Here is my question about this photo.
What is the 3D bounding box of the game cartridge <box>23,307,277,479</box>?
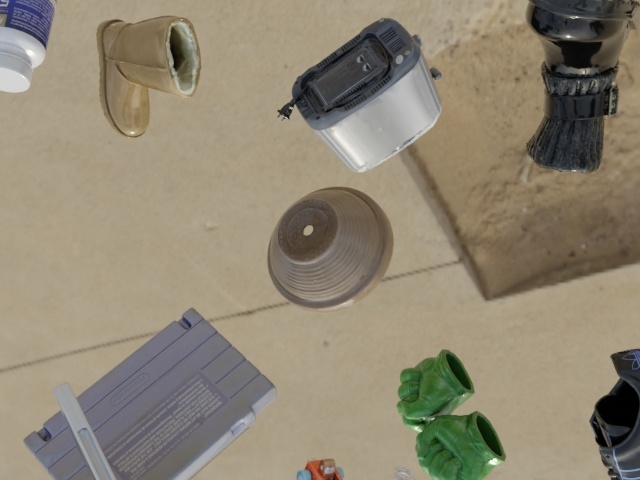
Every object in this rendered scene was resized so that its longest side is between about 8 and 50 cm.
[{"bbox_3d":[-0.270,0.293,1.487,0.230,0.355,0.068,42,155,22],"label":"game cartridge"}]

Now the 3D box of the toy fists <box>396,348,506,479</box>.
[{"bbox_3d":[0.221,0.332,1.663,0.096,0.279,0.142,29,117,-38],"label":"toy fists"}]

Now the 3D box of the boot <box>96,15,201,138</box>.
[{"bbox_3d":[-0.302,-0.278,1.609,0.269,0.089,0.236,19,127,49],"label":"boot"}]

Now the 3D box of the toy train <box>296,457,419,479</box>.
[{"bbox_3d":[0.063,0.288,1.073,0.166,0.125,0.046,6,119,-29],"label":"toy train"}]

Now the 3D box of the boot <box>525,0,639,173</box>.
[{"bbox_3d":[0.350,-0.220,1.279,0.131,0.348,0.260,25,108,27],"label":"boot"}]

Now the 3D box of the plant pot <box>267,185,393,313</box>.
[{"bbox_3d":[0.000,0.000,1.599,0.237,0.237,0.110,-10,153,21],"label":"plant pot"}]

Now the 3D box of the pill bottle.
[{"bbox_3d":[-0.511,-0.350,1.527,0.112,0.187,0.112,4,160,2],"label":"pill bottle"}]

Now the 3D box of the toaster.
[{"bbox_3d":[0.066,-0.198,1.316,0.227,0.129,0.146,-36,137,7],"label":"toaster"}]

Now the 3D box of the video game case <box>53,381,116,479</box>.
[{"bbox_3d":[-0.279,0.349,1.229,0.025,0.285,0.204,-25,149,-20],"label":"video game case"}]

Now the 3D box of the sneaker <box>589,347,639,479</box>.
[{"bbox_3d":[0.280,0.189,0.806,0.090,0.081,0.232,3,117,0],"label":"sneaker"}]
